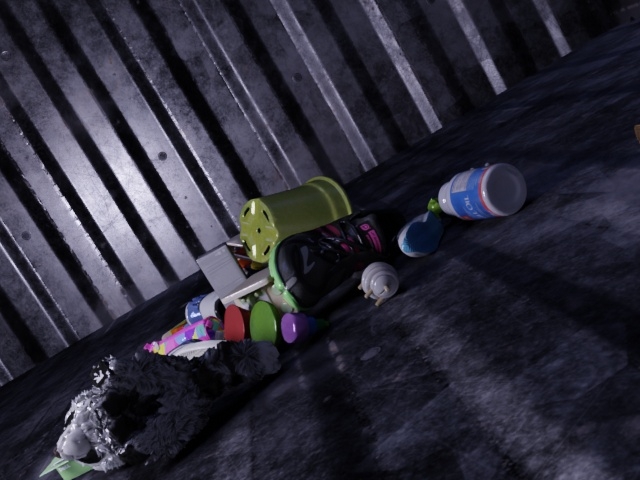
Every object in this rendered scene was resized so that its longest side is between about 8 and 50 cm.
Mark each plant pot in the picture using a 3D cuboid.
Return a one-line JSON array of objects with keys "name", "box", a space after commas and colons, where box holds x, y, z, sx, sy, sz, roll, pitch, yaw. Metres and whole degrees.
[{"name": "plant pot", "box": [-0.085, -0.039, 2.161, 0.254, 0.276, 0.276, -9, -6, -38]}]

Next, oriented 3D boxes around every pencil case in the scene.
[{"name": "pencil case", "box": [-0.376, 0.291, 2.101, 0.236, 0.104, 0.104, -26, 10, 22]}]

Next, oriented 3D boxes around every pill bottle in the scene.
[{"name": "pill bottle", "box": [0.381, -0.111, 1.811, 0.124, 0.124, 0.221, -34, 9, -20]}]

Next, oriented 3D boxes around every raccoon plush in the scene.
[{"name": "raccoon plush", "box": [-0.321, 0.358, 1.566, 0.446, 0.216, 0.299, -3, -21, -28]}]

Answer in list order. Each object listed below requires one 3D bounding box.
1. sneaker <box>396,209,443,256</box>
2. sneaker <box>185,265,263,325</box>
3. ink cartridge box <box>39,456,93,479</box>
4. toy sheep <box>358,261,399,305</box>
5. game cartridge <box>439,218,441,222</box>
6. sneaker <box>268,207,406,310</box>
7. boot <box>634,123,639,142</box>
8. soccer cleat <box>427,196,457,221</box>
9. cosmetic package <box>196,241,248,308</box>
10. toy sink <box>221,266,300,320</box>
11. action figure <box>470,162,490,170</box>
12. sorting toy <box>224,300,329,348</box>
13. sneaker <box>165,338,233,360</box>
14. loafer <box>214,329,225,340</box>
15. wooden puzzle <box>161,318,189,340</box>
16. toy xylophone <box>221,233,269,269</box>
[{"name": "sneaker", "box": [0.233, -0.002, 1.845, 0.092, 0.087, 0.229, -33, 0, 27]}, {"name": "sneaker", "box": [-0.251, 0.172, 2.333, 0.182, 0.127, 0.315, -11, 20, 40]}, {"name": "ink cartridge box", "box": [-0.527, 0.475, 1.696, 0.109, 0.062, 0.209, -28, 10, 14]}, {"name": "toy sheep", "box": [0.130, 0.091, 1.645, 0.091, 0.091, 0.132, -31, 23, -3]}, {"name": "game cartridge", "box": [0.288, -0.039, 2.049, 0.056, 0.017, 0.083, -38, 11, -21]}, {"name": "sneaker", "box": [0.049, 0.015, 1.848, 0.202, 0.185, 0.483, -34, 0, 40]}, {"name": "boot", "box": [0.737, -0.228, 1.496, 0.152, 0.073, 0.197, -32, 21, -4]}, {"name": "soccer cleat", "box": [0.363, -0.091, 1.963, 0.179, 0.072, 0.060, -13, 31, -12]}, {"name": "cosmetic package", "box": [-0.251, 0.129, 2.150, 0.107, 0.238, 0.127, -28, 6, -5]}, {"name": "toy sink", "box": [-0.130, 0.150, 1.990, 0.153, 0.131, 0.234, -27, 5, 21]}, {"name": "action figure", "box": [0.419, -0.145, 2.084, 0.137, 0.063, 0.232, -20, 17, 34]}, {"name": "sorting toy", "box": [-0.100, 0.205, 1.796, 0.126, 0.127, 0.365, -1, -6, -34]}, {"name": "sneaker", "box": [-0.279, 0.278, 1.760, 0.350, 0.131, 0.148, -23, 16, 38]}, {"name": "loafer", "box": [-0.264, 0.266, 1.995, 0.062, 0.061, 0.170, -20, 15, 44]}, {"name": "wooden puzzle", "box": [-0.410, 0.264, 2.514, 0.221, 0.044, 0.239, -35, 11, -30]}, {"name": "toy xylophone", "box": [-0.191, 0.050, 2.348, 0.323, 0.081, 0.236, 12, 20, 27]}]
